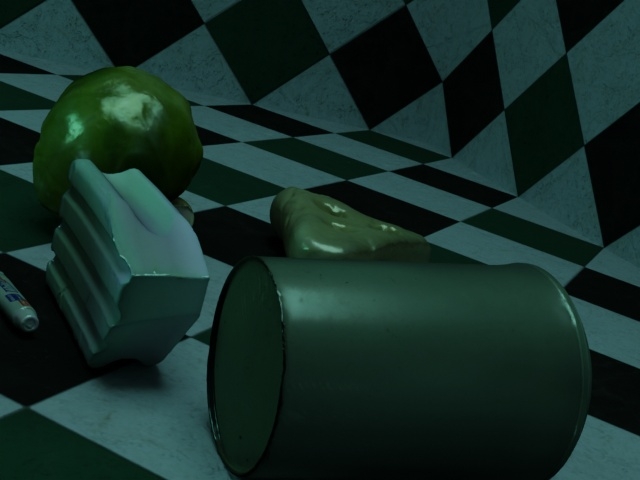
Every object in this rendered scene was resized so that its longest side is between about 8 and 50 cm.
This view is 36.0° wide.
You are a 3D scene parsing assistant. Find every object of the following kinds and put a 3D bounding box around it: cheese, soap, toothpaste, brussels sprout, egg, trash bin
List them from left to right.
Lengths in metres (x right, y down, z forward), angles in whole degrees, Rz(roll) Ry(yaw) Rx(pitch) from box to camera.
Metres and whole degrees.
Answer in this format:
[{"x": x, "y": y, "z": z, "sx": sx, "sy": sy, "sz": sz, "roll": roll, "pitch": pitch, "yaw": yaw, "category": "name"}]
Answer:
[{"x": -0.434, "y": 0.077, "z": 1.359, "sx": 0.052, "sy": 0.033, "sz": 0.218, "roll": 10, "pitch": 11, "yaw": -36, "category": "toothpaste"}, {"x": -0.365, "y": -0.170, "z": 1.764, "sx": 0.344, "sy": 0.268, "sz": 0.344, "roll": -28, "pitch": 16, "yaw": 9, "category": "brussels sprout"}, {"x": -0.268, "y": 0.034, "z": 1.330, "sx": 0.115, "sy": 0.208, "sz": 0.347, "roll": 7, "pitch": 17, "yaw": -29, "category": "soap"}, {"x": -0.284, "y": -0.046, "z": 1.856, "sx": 0.080, "sy": 0.080, "sz": 0.096, "roll": 3, "pitch": 3, "yaw": -40, "category": "egg"}, {"x": 0.000, "y": 0.000, "z": 1.875, "sx": 0.351, "sy": 0.129, "sz": 0.328, "roll": 23, "pitch": 16, "yaw": 24, "category": "cheese"}, {"x": 0.107, "y": 0.155, "z": 1.171, "sx": 0.432, "sy": 0.280, "sz": 0.280, "roll": 5, "pitch": 18, "yaw": -24, "category": "trash bin"}]
